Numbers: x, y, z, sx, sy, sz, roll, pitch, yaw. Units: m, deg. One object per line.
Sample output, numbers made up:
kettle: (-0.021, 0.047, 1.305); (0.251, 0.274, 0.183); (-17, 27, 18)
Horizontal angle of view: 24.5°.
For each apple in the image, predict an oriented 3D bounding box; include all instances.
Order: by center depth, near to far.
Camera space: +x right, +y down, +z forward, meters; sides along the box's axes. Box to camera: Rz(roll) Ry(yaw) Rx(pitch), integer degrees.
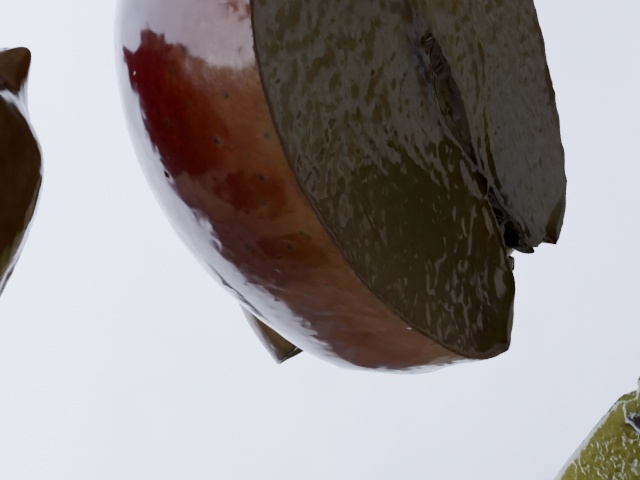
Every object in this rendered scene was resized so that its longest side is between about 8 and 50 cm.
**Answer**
apple: (0.039, -0.098, 0.946); (0.329, 0.295, 0.365); (-30, -62, -9)

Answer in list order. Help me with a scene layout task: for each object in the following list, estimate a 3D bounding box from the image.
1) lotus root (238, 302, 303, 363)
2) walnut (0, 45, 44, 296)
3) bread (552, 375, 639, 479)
lotus root: (0.000, 0.000, 1.497); (0.188, 0.180, 0.199); (-43, -12, 36)
walnut: (-0.275, 0.006, 0.828); (0.336, 0.209, 0.209); (-53, -36, -20)
bread: (0.206, 0.106, 0.813); (0.049, 0.088, 0.226); (-18, -31, -35)
